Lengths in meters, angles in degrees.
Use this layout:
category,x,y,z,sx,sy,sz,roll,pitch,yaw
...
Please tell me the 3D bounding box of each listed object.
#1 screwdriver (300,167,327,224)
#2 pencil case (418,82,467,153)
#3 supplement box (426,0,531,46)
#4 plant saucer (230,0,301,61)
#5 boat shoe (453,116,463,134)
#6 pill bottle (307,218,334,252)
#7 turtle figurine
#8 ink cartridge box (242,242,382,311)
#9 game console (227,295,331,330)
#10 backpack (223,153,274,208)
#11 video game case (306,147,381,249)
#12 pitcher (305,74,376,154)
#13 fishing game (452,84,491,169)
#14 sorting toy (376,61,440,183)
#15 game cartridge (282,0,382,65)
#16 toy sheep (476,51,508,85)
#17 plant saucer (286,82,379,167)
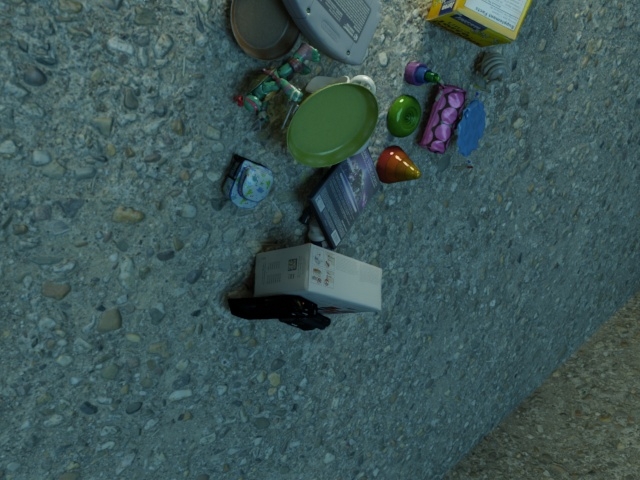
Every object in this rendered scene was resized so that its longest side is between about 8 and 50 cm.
category,x,y,z,sx,sy,sz,roll,pitch,yaw
screwdriver,-0.012,-0.122,1.619,0.025,0.024,0.170,27,91,-16
pencil case,0.367,-0.370,1.774,0.098,0.095,0.209,-6,117,-50
supplement box,0.466,-0.732,1.558,0.194,0.195,0.356,20,99,-16
plant saucer,-0.125,-0.508,1.311,0.198,0.036,0.198,-19,122,-34
boat shoe,0.441,-0.367,1.869,0.153,0.048,0.056,-11,118,-38
pill bottle,0.000,0.000,1.659,0.067,0.067,0.120,-29,128,-27
turtle figurine,-0.103,-0.347,1.341,0.118,0.175,0.234,47,69,-26
ink cartridge box,-0.027,0.120,1.620,0.309,0.272,0.130,20,66,-45
game console,-0.089,0.209,1.629,0.361,0.213,0.044,39,50,-62
backpack,-0.178,-0.136,1.422,0.105,0.084,0.114,19,101,-43
video game case,0.073,-0.138,1.633,0.274,0.026,0.196,-54,138,-29
pitcher,0.076,-0.323,1.487,0.207,0.178,0.125,63,40,-39
fishing game,0.466,-0.353,1.828,0.189,0.041,0.264,-12,116,-50
sorting toy,0.275,-0.324,1.693,0.127,0.126,0.365,-4,114,-40
game cartridge,0.031,-0.556,1.380,0.297,0.062,0.198,29,88,-52
toy sheep,0.544,-0.541,1.826,0.091,0.132,0.091,-11,151,-6
plant saucer,0.025,-0.279,1.386,0.241,0.037,0.241,-19,143,-15
